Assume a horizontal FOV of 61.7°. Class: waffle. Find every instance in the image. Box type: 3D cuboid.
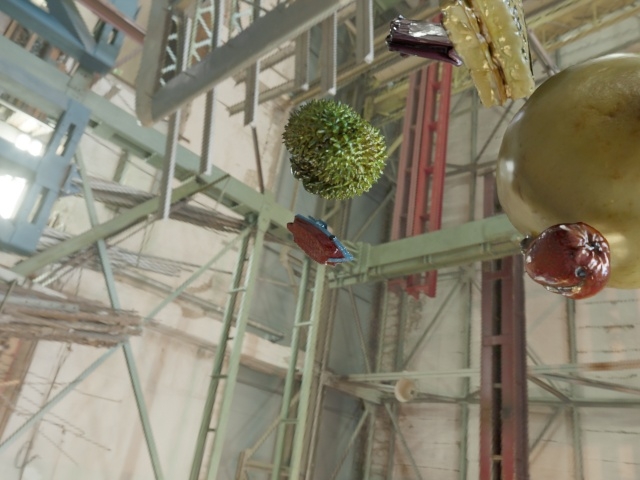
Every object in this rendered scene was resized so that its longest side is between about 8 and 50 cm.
[{"bbox_3d":[0.307,-0.455,1.006,0.114,0.261,0.376,-13,-130,27],"label":"waffle"}]

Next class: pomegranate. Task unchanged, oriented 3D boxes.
[{"bbox_3d":[0.412,-0.089,0.765,0.332,0.332,0.332,-27,-132,35],"label":"pomegranate"}]

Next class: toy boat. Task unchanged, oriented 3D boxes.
[{"bbox_3d":[0.000,0.000,1.087,0.173,0.059,0.069,37,-44,43],"label":"toy boat"}]

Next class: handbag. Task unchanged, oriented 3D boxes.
[{"bbox_3d":[0.282,-0.536,1.438,0.203,0.216,0.074,-76,175,-55],"label":"handbag"}]

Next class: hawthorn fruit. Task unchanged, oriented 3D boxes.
[{"bbox_3d":[0.268,0.024,0.588,0.093,0.093,0.093,-27,-132,35],"label":"hawthorn fruit"}]

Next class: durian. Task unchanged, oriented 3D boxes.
[{"bbox_3d":[0.038,-0.225,1.305,0.225,0.291,0.291,-37,-146,-18],"label":"durian"}]
